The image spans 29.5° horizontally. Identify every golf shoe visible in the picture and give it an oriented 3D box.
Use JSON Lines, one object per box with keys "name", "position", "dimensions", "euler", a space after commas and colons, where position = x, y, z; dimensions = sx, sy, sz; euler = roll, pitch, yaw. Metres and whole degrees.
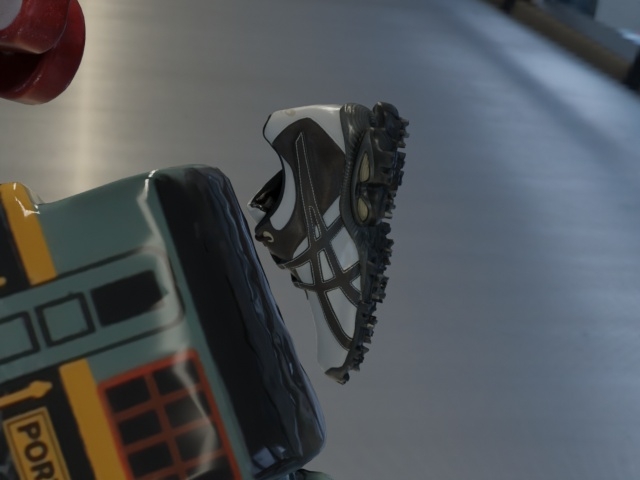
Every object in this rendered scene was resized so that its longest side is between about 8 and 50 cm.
{"name": "golf shoe", "position": [0.000, 0.000, 0.767], "dimensions": [0.093, 0.198, 0.077], "euler": [9, 30, 7]}

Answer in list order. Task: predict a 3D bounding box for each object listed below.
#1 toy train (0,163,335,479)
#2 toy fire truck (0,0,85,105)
{"name": "toy train", "position": [-0.070, 0.135, 0.350], "dimensions": [0.190, 0.334, 0.142], "euler": [-20, -2, -7]}
{"name": "toy fire truck", "position": [-0.295, -0.245, 0.923], "dimensions": [0.302, 0.254, 0.169], "euler": [10, 0, 38]}
